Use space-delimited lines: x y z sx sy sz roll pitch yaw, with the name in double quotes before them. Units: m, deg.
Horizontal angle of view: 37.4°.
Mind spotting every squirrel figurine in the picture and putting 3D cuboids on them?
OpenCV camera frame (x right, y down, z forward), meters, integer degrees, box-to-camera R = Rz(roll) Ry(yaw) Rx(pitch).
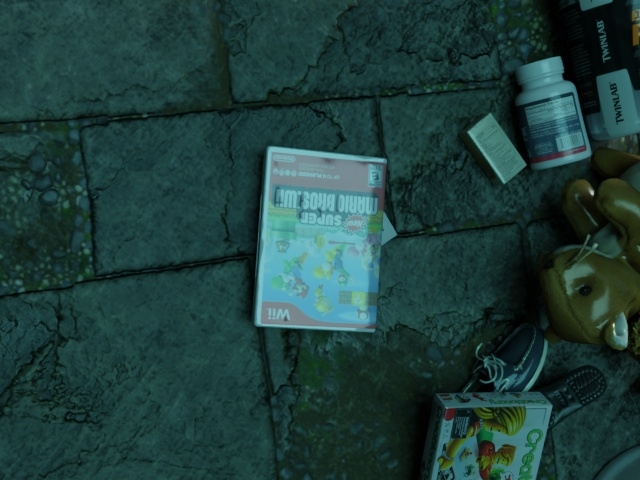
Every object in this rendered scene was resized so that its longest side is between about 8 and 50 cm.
"squirrel figurine" 0.547 0.061 1.581 0.397 0.281 0.370 49 68 -20

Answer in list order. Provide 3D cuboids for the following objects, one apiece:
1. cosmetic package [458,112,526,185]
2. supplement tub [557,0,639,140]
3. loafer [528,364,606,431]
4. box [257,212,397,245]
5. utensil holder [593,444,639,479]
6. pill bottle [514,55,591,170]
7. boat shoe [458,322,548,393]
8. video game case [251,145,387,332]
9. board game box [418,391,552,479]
"cosmetic package" 0.298 -0.158 1.640 0.060 0.041 0.115 -38 100 -13
"supplement tub" 0.529 -0.353 1.627 0.207 0.207 0.338 -15 94 -17
"loafer" 0.393 0.292 1.647 0.220 0.078 0.080 -23 72 0
"box" 0.013 -0.020 1.554 0.186 0.038 0.145 -33 99 -16
"utensil holder" 0.667 0.532 1.569 0.327 0.385 0.328 0 89 -17
"pill bottle" 0.396 -0.220 1.637 0.108 0.108 0.180 -15 94 -17
"boat shoe" 0.291 0.240 1.611 0.079 0.095 0.254 38 88 -25
"video game case" 0.000 0.000 1.517 0.204 0.025 0.285 5 88 -17
"board game box" 0.259 0.397 1.568 0.192 0.053 0.305 2 109 -17
